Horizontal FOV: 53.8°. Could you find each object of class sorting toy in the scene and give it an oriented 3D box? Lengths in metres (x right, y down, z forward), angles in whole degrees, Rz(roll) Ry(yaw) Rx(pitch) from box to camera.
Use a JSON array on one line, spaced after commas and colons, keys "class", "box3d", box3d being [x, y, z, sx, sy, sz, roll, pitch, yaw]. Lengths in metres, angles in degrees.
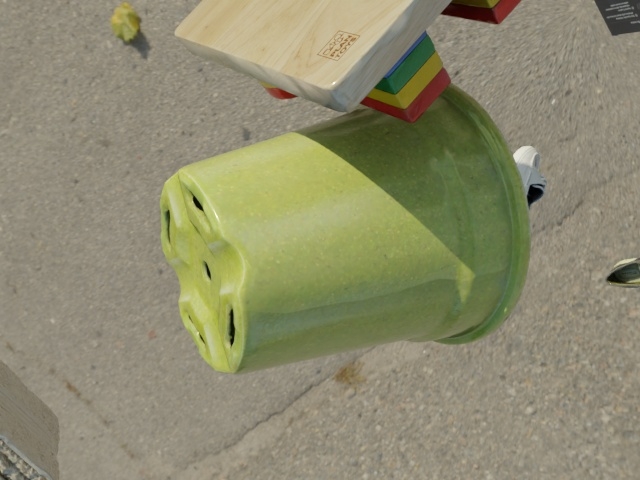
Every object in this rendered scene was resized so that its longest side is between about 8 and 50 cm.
[{"class": "sorting toy", "box3d": [0.042, -0.210, 0.514, 0.257, 0.089, 0.255, -49, 42, -6]}]

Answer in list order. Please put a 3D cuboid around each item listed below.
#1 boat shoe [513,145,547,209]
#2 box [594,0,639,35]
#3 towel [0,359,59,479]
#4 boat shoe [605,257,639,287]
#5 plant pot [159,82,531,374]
[{"class": "boat shoe", "box3d": [0.313, -0.078, 0.967, 0.063, 0.184, 0.066, 10, 134, 32]}, {"class": "box", "box3d": [0.567, -0.461, 1.120, 0.093, 0.156, 0.158, -37, 108, -2]}, {"class": "towel", "box3d": [-0.403, 0.171, 0.732, 0.049, 0.187, 0.282, -39, 113, -9]}, {"class": "boat shoe", "box3d": [0.744, 0.069, 1.415, 0.080, 0.073, 0.223, 63, 151, 0]}, {"class": "plant pot", "box3d": [0.000, 0.000, 0.587, 0.276, 0.253, 0.276, 35, 133, 51]}]
